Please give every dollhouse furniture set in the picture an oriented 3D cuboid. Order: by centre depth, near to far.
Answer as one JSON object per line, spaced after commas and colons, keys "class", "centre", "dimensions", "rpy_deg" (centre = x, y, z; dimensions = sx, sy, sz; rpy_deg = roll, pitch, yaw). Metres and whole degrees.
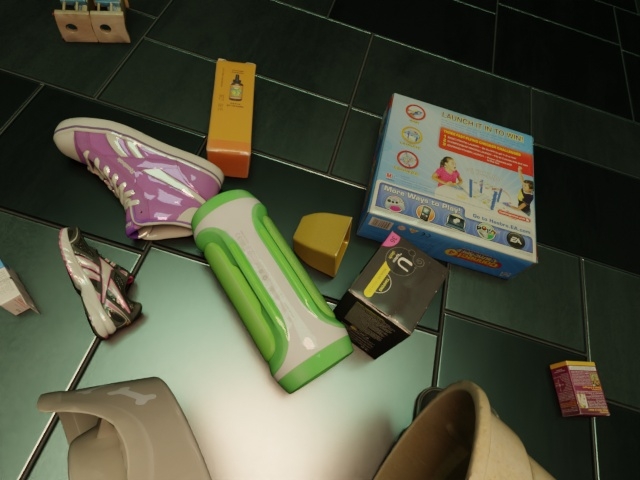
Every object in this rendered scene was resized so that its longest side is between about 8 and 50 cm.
{"class": "dollhouse furniture set", "centre": [-0.464, -0.511, 0.796], "dimensions": [0.129, 0.183, 0.129], "rpy_deg": [-7, 65, -15]}

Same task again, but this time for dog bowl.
{"class": "dog bowl", "centre": [-0.156, 0.289, 0.369], "dimensions": [0.102, 0.348, 0.348], "rpy_deg": [-14, 66, -32]}

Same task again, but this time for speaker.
{"class": "speaker", "centre": [-0.078, 0.068, 0.608], "dimensions": [0.131, 0.131, 0.296], "rpy_deg": [-27, 72, -23]}

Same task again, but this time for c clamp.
{"class": "c clamp", "centre": [0.198, 0.296, 0.610], "dimensions": [0.161, 0.022, 0.137], "rpy_deg": [14, 56, -3]}

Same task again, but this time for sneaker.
{"class": "sneaker", "centre": [-0.326, 0.057, 0.608], "dimensions": [0.077, 0.072, 0.178], "rpy_deg": [-22, 77, -34]}
{"class": "sneaker", "centre": [-0.318, -0.092, 0.660], "dimensions": [0.283, 0.102, 0.160], "rpy_deg": [18, 64, -2]}

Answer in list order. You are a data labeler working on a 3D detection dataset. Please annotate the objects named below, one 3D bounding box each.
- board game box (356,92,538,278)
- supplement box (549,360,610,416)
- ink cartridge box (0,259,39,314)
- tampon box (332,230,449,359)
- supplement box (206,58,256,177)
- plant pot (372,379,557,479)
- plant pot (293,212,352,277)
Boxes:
{"class": "board game box", "centre": [0.251, -0.112, 0.792], "dimensions": [0.309, 0.086, 0.301], "rpy_deg": [17, 61, -3]}
{"class": "supplement box", "centre": [0.424, 0.244, 0.667], "dimensions": [0.055, 0.043, 0.083], "rpy_deg": [6, 61, -9]}
{"class": "ink cartridge box", "centre": [-0.440, 0.073, 0.576], "dimensions": [0.028, 0.048, 0.083], "rpy_deg": [-34, 74, -25]}
{"class": "tampon box", "centre": [0.094, 0.087, 0.614], "dimensions": [0.102, 0.161, 0.120], "rpy_deg": [36, 61, 8]}
{"class": "supplement box", "centre": [-0.168, -0.237, 0.777], "dimensions": [0.078, 0.080, 0.233], "rpy_deg": [4, 64, -10]}
{"class": "plant pot", "centre": [0.189, 0.364, 0.379], "dimensions": [0.306, 0.333, 0.333], "rpy_deg": [33, 62, 11]}
{"class": "plant pot", "centre": [0.000, 0.000, 0.689], "dimensions": [0.084, 0.081, 0.081], "rpy_deg": [19, 61, 10]}
